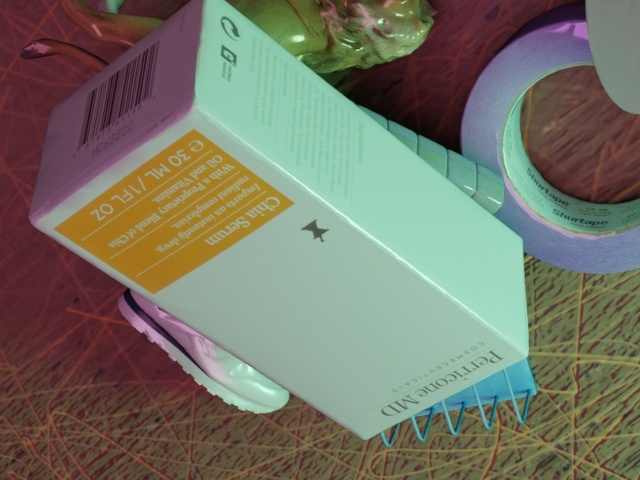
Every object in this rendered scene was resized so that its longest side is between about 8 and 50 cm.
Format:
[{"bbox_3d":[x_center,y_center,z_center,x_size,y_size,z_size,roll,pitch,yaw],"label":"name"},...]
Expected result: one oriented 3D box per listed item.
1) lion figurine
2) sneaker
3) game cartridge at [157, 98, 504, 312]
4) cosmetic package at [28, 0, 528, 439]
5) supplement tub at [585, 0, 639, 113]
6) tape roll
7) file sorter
[{"bbox_3d":[-0.083,-0.210,1.627,0.240,0.392,0.142,50,158,6],"label":"lion figurine"},{"bbox_3d":[-0.122,0.108,1.874,0.235,0.090,0.095,38,105,-5],"label":"sneaker"},{"bbox_3d":[0.000,0.000,1.715,0.230,0.068,0.355,28,132,-19],"label":"game cartridge"},{"bbox_3d":[-0.028,-0.008,1.549,0.230,0.161,0.453,-33,128,32],"label":"cosmetic package"},{"bbox_3d":[0.427,-0.222,1.476,0.316,0.228,0.228,-5,113,-16],"label":"supplement tub"},{"bbox_3d":[0.288,-0.107,1.672,0.275,0.090,0.274,7,115,16],"label":"tape roll"},{"bbox_3d":[0.144,0.156,1.817,0.170,0.104,0.118,-13,109,17],"label":"file sorter"}]
